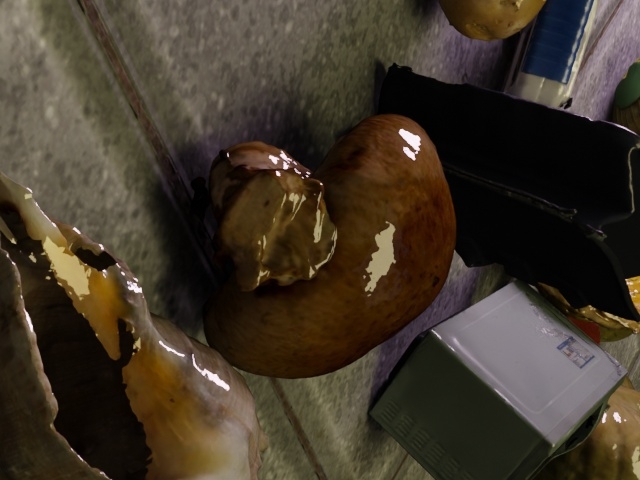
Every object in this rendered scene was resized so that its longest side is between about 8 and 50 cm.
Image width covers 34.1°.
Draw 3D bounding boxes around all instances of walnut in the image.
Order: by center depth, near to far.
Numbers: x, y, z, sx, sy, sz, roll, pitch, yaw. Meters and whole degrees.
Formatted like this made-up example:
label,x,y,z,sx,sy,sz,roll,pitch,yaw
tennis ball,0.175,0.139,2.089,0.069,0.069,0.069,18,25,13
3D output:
label,x,y,z,sx,sy,sz,roll,pitch,yaw
walnut,0.471,0.360,1.856,0.282,0.253,0.277,-53,157,-51

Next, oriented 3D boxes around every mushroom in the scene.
label,x,y,z,sx,sy,sz,roll,pitch,yaw
mushroom,0.003,0.008,0.928,0.263,0.195,0.283,-48,150,20

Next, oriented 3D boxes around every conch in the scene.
label,x,y,z,sx,sy,sz,roll,pitch,yaw
conch,-0.165,0.119,0.700,0.186,0.263,0.324,-45,110,-3

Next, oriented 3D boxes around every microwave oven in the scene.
label,x,y,z,sx,sy,sz,roll,pitch,yaw
microwave oven,0.242,0.210,1.406,0.295,0.237,0.181,-20,147,-54

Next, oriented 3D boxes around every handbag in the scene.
label,x,y,z,sx,sy,sz,roll,pitch,yaw
handbag,0.212,-0.044,1.143,0.122,0.303,0.329,-61,150,-11

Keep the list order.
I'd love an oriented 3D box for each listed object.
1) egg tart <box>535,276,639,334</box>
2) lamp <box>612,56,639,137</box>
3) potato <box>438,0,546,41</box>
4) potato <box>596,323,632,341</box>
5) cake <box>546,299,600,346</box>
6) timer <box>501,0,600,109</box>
label,x,y,z,sx,sy,sz,roll,pitch,yaw
egg tart,0.384,0.041,1.579,0.107,0.291,0.291,-47,165,33
lamp,0.621,-0.218,1.838,0.250,0.250,0.284,-57,-172,-23
potato,0.208,-0.325,1.136,0.146,0.150,0.234,43,61,-34
potato,0.527,0.038,1.856,0.307,0.173,0.210,-48,128,-37
cake,0.354,0.183,1.676,0.283,0.151,0.177,15,97,-56
timer,0.285,-0.236,1.295,0.253,0.078,0.178,-34,140,-85
